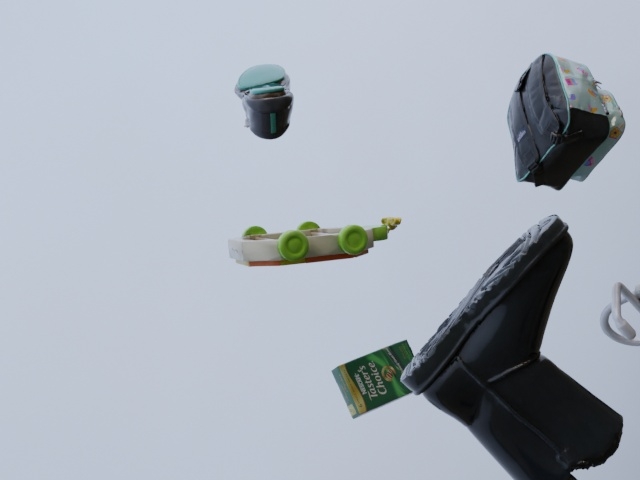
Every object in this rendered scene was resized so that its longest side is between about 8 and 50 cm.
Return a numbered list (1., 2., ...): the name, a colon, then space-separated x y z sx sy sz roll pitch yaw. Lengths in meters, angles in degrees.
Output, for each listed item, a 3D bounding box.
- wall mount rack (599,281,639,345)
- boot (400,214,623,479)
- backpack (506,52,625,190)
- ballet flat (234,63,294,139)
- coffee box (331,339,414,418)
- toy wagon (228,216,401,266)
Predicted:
1. wall mount rack: 0.591 0.136 1.187 0.304 0.350 0.130 42 -140 -20
2. boot: 0.233 0.124 0.860 0.246 0.207 0.094 -52 -1 13
3. backpack: 0.375 -0.192 1.305 0.144 0.188 0.166 4 -38 -19
4. ballet flat: -0.065 -0.161 0.988 0.203 0.074 0.074 -107 27 -69
5. coffee box: 0.124 0.288 1.739 0.184 0.113 0.040 -15 -17 -30
6. toy wagon: 0.000 0.000 1.638 0.344 0.267 0.068 -5 -85 -20
